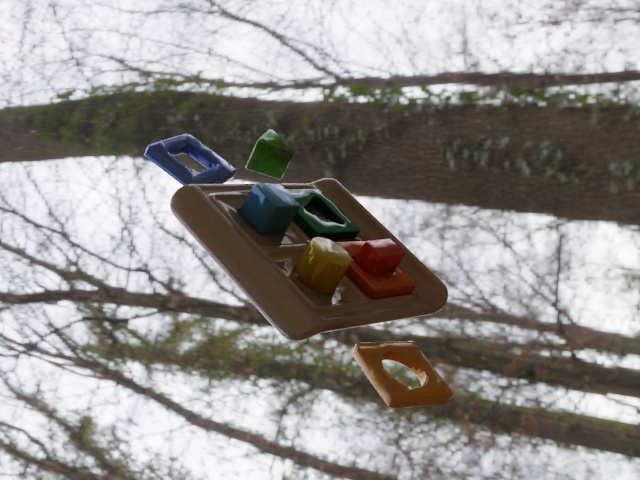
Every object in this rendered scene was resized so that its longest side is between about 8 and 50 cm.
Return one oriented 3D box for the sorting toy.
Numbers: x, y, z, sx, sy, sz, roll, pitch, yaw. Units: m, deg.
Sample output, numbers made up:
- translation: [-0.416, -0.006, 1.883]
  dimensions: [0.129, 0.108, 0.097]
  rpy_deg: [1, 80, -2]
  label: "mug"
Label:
- translation: [0.000, 0.000, 0.916]
  dimensions: [0.196, 0.348, 0.047]
  rpy_deg: [-9, -44, -48]
  label: "sorting toy"
